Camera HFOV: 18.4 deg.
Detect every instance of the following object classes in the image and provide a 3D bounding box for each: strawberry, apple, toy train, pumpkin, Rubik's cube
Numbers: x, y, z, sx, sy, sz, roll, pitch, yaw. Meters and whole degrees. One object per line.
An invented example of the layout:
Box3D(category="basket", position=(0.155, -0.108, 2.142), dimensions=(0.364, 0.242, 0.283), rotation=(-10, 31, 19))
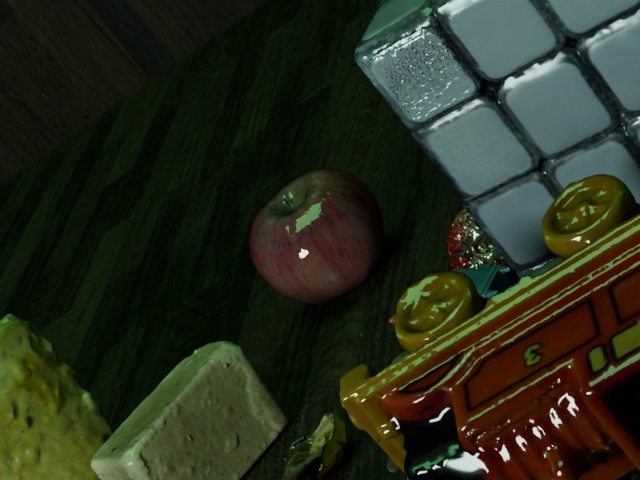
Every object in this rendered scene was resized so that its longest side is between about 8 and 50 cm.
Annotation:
Box3D(category="strawberry", position=(0.162, -0.003, 1.913), dimensions=(0.083, 0.083, 0.096), rotation=(-29, 11, 28))
Box3D(category="apple", position=(0.000, 0.000, 2.154), dimensions=(0.153, 0.120, 0.153), rotation=(-31, 24, 16))
Box3D(category="toy train", position=(0.199, 0.092, 1.482), dimensions=(0.369, 0.163, 0.232), rotation=(-33, 27, 17))
Box3D(category="pumpkin", position=(-0.005, 0.203, 1.806), dimensions=(0.073, 0.035, 0.101), rotation=(-42, 17, 29))
Box3D(category="Rubik's cube", position=(0.285, -0.179, 1.680), dimensions=(0.343, 0.337, 0.344), rotation=(-27, 22, 32))

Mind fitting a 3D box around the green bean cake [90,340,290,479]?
Box3D(category="green bean cake", position=(-0.125, 0.194, 1.932), dimensions=(0.179, 0.109, 0.085), rotation=(-49, 19, -29))

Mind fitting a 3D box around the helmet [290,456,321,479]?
Box3D(category="helmet", position=(-0.010, 0.241, 1.670), dimensions=(0.111, 0.057, 0.089), rotation=(-46, -24, -36))

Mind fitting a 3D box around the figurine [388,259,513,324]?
Box3D(category="figurine", position=(0.124, 0.068, 1.812), dimensions=(0.140, 0.075, 0.068), rotation=(-20, 26, 40))

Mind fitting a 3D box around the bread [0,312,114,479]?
Box3D(category="bread", position=(-0.394, 0.265, 2.074), dimensions=(0.395, 0.239, 0.264), rotation=(-18, 26, 53))
